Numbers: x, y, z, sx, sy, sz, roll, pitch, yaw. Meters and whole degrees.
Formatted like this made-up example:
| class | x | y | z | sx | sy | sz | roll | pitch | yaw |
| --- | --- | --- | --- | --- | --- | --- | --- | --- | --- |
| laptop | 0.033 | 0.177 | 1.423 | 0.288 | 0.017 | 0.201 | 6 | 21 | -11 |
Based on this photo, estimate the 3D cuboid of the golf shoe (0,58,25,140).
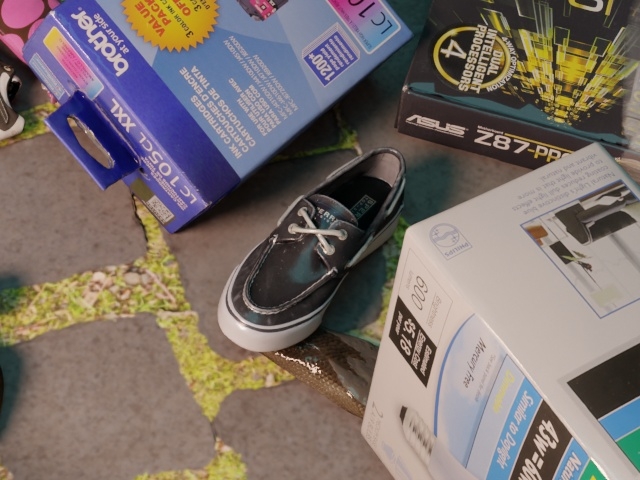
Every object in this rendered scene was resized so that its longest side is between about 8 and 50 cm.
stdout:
| class | x | y | z | sx | sy | sz | roll | pitch | yaw |
| --- | --- | --- | --- | --- | --- | --- | --- | --- | --- |
| golf shoe | -0.394 | -0.189 | 2.017 | 0.094 | 0.077 | 0.198 | -6 | 61 | -24 |

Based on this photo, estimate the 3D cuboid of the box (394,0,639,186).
| class | x | y | z | sx | sy | sz | roll | pitch | yaw |
| --- | --- | --- | --- | --- | --- | --- | --- | --- | --- |
| box | 0.289 | -0.258 | 2.078 | 0.318 | 0.097 | 0.395 | 18 | 58 | 4 |

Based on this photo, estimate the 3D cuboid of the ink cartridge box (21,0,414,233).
| class | x | y | z | sx | sy | sz | roll | pitch | yaw |
| --- | --- | --- | --- | --- | --- | --- | --- | --- | --- |
| ink cartridge box | -0.134 | -0.197 | 1.931 | 0.395 | 0.151 | 0.270 | -42 | 95 | -23 |

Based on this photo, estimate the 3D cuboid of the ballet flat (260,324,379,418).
| class | x | y | z | sx | sy | sz | roll | pitch | yaw |
| --- | --- | --- | --- | --- | --- | --- | --- | --- | --- |
| ballet flat | 0.001 | 0.129 | 1.847 | 0.250 | 0.058 | 0.084 | 30 | 42 | 9 |

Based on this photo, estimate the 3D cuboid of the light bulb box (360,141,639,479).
| class | x | y | z | sx | sy | sz | roll | pitch | yaw |
| --- | --- | --- | --- | --- | --- | --- | --- | --- | --- |
| light bulb box | 0.242 | 0.176 | 1.600 | 0.225 | 0.358 | 0.361 | -25 | 59 | -23 |

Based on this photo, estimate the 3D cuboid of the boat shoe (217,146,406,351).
| class | x | y | z | sx | sy | sz | roll | pitch | yaw |
| --- | --- | --- | --- | --- | --- | --- | --- | --- | --- |
| boat shoe | 0.000 | 0.000 | 1.853 | 0.108 | 0.102 | 0.301 | 34 | 48 | 17 |

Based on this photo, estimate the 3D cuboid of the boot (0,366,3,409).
| class | x | y | z | sx | sy | sz | roll | pitch | yaw |
| --- | --- | --- | --- | --- | --- | --- | --- | --- | --- |
| boot | -0.410 | 0.124 | 1.820 | 0.152 | 0.073 | 0.197 | -9 | 60 | 0 |

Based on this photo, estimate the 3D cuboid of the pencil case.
| class | x | y | z | sx | sy | sz | roll | pitch | yaw |
| --- | --- | --- | --- | --- | --- | --- | --- | --- | --- |
| pencil case | -0.335 | -0.244 | 2.037 | 0.098 | 0.095 | 0.209 | -40 | 65 | -21 |
